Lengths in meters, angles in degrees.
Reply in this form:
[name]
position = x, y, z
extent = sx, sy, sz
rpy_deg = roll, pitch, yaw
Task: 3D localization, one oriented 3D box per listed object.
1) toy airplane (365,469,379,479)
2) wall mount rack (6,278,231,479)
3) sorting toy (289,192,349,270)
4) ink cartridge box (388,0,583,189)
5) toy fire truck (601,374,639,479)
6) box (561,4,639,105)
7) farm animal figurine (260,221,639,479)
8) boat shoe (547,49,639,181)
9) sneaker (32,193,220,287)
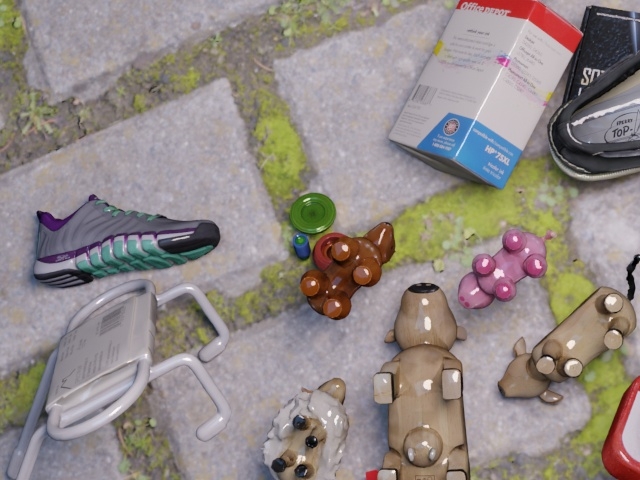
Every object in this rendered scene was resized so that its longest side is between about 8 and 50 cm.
[toy airplane]
position = 0.028, 0.299, 1.564
extent = 0.151, 0.028, 0.151
rpy_deg = -3, 78, 15
[wall mount rack]
position = -0.240, 0.181, 1.550
extent = 0.304, 0.350, 0.130
rpy_deg = -29, 108, 6
[sorting toy]
position = 0.000, 0.000, 1.627
extent = 0.061, 0.042, 0.102
rpy_deg = -25, 62, -7
[ink cartridge box]
position = 0.181, -0.181, 1.555
extent = 0.134, 0.078, 0.231
rpy_deg = 25, 86, 58
[toy fire truck]
position = 0.420, 0.204, 1.378
extent = 0.302, 0.169, 0.254
rpy_deg = 28, 54, 3
[box]
position = 0.349, -0.151, 1.538
extent = 0.180, 0.077, 0.147
rpy_deg = 13, 84, 17
[farm animal figurine]
position = 0.133, 0.131, 1.505
extent = 0.330, 0.172, 0.326
rpy_deg = 15, 94, 8
[boat shoe]
position = 0.381, -0.152, 1.429
extent = 0.340, 0.113, 0.127
rpy_deg = -14, 78, 11
[sneaker]
position = -0.223, -0.016, 1.665
extent = 0.224, 0.083, 0.098
rpy_deg = -11, 72, 13
